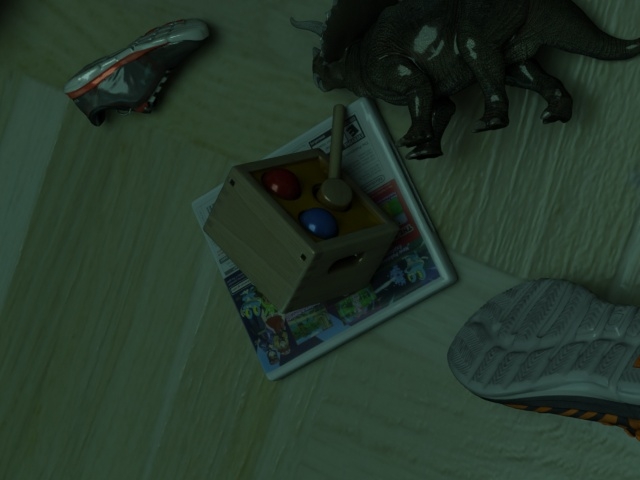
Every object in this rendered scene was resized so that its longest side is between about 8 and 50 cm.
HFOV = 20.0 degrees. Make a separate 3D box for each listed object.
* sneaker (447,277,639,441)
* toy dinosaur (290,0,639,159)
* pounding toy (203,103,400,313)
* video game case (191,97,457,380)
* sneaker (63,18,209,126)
[{"bbox_3d":[0.241,0.133,1.420,0.124,0.180,0.321,-50,28,-18],"label":"sneaker"},{"bbox_3d":[0.117,-0.161,1.482,0.313,0.121,0.160,-15,80,22],"label":"toy dinosaur"},{"bbox_3d":[-0.007,-0.030,1.532,0.130,0.141,0.100,46,128,24],"label":"pounding toy"},{"bbox_3d":[0.000,0.000,1.605,0.201,0.023,0.183,-30,76,23],"label":"video game case"},{"bbox_3d":[-0.161,-0.154,1.682,0.158,0.061,0.065,-23,106,26],"label":"sneaker"}]
